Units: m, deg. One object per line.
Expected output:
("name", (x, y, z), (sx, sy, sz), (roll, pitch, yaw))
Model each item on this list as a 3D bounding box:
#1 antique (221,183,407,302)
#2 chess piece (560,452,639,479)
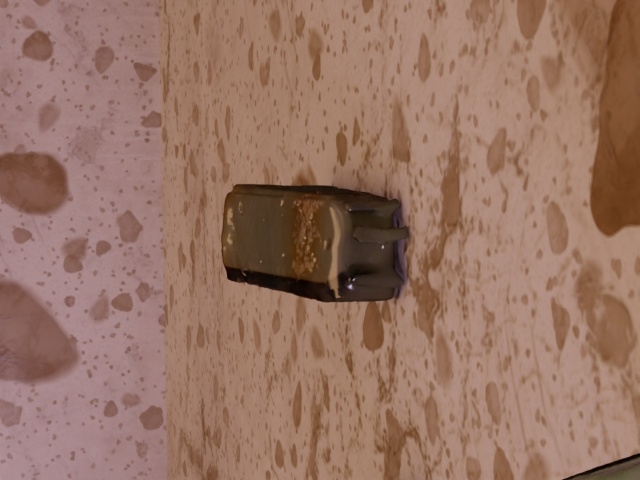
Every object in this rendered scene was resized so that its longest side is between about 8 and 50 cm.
("antique", (0.000, 0.000, 1.407), (0.284, 0.150, 0.125), (12, 103, 63))
("chess piece", (0.243, 0.260, 0.717), (0.139, 0.139, 0.272), (132, 121, -65))
